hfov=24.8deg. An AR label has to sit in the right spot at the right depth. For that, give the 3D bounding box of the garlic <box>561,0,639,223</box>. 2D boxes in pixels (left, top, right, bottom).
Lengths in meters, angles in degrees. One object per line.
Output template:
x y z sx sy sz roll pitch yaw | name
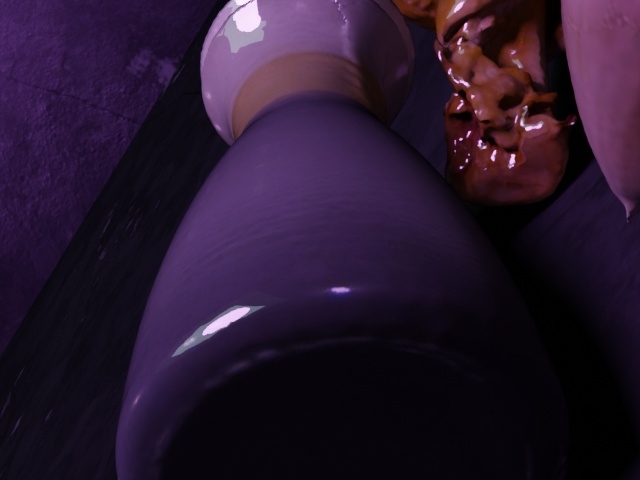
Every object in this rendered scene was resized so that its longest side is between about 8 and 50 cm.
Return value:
0.196 -0.155 0.516 0.325 0.132 0.279 -40 15 39 | garlic

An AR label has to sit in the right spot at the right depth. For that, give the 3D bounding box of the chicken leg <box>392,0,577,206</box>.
0.110 -0.183 0.869 0.295 0.182 0.409 127 152 -57 | chicken leg

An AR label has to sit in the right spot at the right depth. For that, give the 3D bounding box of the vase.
0.000 0.000 0.668 0.173 0.173 0.321 -51 24 26 | vase
